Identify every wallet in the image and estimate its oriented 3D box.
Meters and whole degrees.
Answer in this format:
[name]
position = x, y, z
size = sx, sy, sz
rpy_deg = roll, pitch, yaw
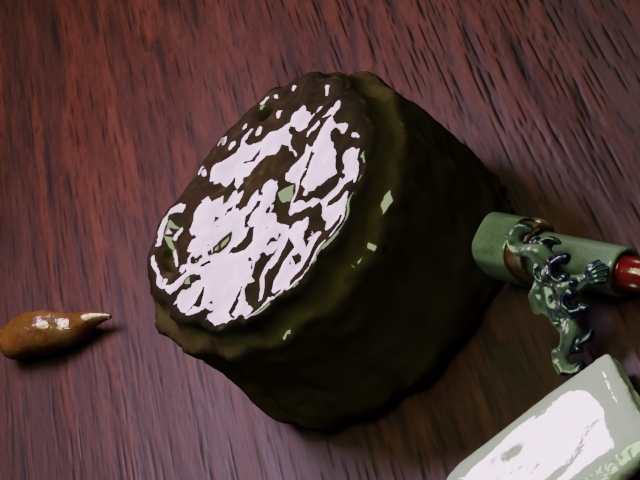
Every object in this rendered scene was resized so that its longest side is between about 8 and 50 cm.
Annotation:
[wallet]
position = 0.182, 0.180, 1.516
size = 0.183, 0.032, 0.124
rpy_deg = -41, 35, 16

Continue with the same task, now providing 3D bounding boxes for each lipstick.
[lipstick]
position = 0.218, 0.017, 1.614
size = 0.186, 0.063, 0.057
rpy_deg = 12, 69, 46

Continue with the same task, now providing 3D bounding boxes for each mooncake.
[mooncake]
position = 0.000, 0.001, 1.765
size = 0.324, 0.187, 0.324
rpy_deg = -30, 40, 29

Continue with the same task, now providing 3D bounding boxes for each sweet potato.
[sweet potato]
position = -0.299, 0.101, 2.131
size = 0.195, 0.056, 0.056
rpy_deg = -11, 49, 37

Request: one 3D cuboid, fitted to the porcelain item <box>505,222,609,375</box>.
[porcelain item]
position = 0.205, 0.038, 1.573
size = 0.075, 0.021, 0.136
rpy_deg = -30, 71, 31
